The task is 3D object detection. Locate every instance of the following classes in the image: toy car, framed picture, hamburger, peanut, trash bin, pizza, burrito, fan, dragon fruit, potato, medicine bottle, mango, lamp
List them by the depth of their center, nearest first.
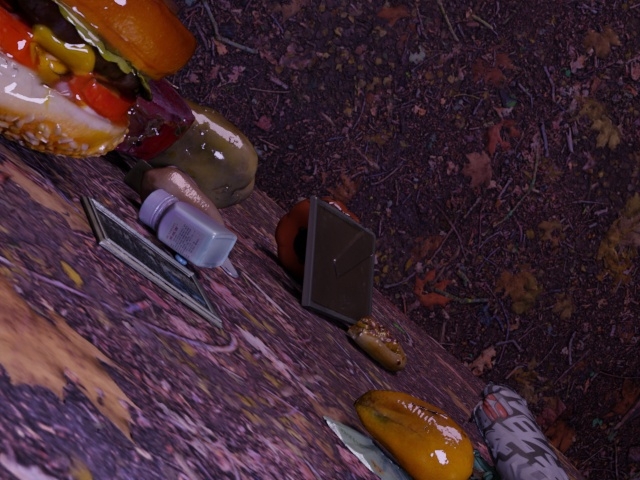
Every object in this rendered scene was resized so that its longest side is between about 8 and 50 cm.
[{"bbox_3d":[-0.191,0.023,1.132,0.183,0.011,0.142,40,4,-31],"label":"framed picture"},{"bbox_3d":[-0.322,-0.253,1.140,0.330,0.250,0.330,45,1,-1],"label":"hamburger"},{"bbox_3d":[0.093,0.279,1.168,0.240,0.009,0.131,41,6,-25],"label":"fan"},{"bbox_3d":[0.118,0.234,1.203,0.159,0.084,0.105,45,-2,16],"label":"mango"},{"bbox_3d":[-0.177,-0.016,1.293,0.118,0.055,0.074,34,11,16],"label":"medicine bottle"},{"bbox_3d":[-0.195,-0.045,1.403,0.152,0.076,0.076,46,2,-15],"label":"peanut"},{"bbox_3d":[-0.255,-0.084,1.518,0.061,0.043,0.092,42,0,7],"label":"trash bin"},{"bbox_3d":[-0.327,-0.214,1.576,0.211,0.147,0.282,46,13,9],"label":"dragon fruit"},{"bbox_3d":[0.326,0.351,1.585,0.139,0.101,0.445,45,12,-29],"label":"burrito"},{"bbox_3d":[0.278,0.387,1.629,0.122,0.035,0.059,43,9,-37],"label":"toy car"},{"bbox_3d":[-0.243,-0.174,1.793,0.296,0.141,0.191,30,-28,-11],"label":"potato"},{"bbox_3d":[0.041,0.052,1.932,0.016,0.213,0.289,-3,-15,26],"label":"framed picture"},{"bbox_3d":[0.122,0.206,1.958,0.127,0.058,0.246,44,2,35],"label":"pizza"},{"bbox_3d":[0.000,0.000,2.086,0.188,0.187,0.164,42,14,4],"label":"lamp"}]

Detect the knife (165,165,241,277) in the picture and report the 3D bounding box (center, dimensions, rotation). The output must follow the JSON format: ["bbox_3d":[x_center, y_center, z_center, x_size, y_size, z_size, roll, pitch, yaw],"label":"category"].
[{"bbox_3d":[-0.201,-0.041,1.602,0.081,0.043,0.336,33,10,-34],"label":"knife"}]

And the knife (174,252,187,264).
[{"bbox_3d":[-0.181,0.018,1.311,0.027,0.010,0.096,40,4,-9],"label":"knife"}]
